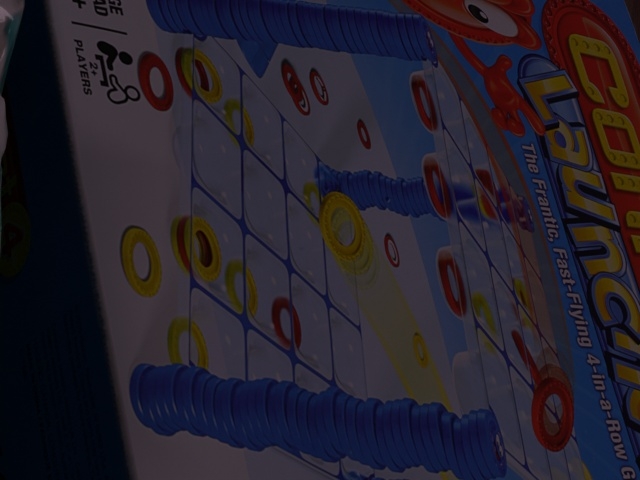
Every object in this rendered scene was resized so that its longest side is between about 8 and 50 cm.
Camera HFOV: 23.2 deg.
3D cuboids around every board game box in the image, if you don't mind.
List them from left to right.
[{"bbox_3d":[0.024,0.030,0.550,0.302,0.086,0.308,6,61,-40],"label":"board game box"}]

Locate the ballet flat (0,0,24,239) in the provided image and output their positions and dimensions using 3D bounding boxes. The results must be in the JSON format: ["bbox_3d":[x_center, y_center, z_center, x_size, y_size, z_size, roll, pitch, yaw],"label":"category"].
[{"bbox_3d":[-0.147,-0.069,0.393,0.147,0.147,0.409,53,44,-66],"label":"ballet flat"}]
